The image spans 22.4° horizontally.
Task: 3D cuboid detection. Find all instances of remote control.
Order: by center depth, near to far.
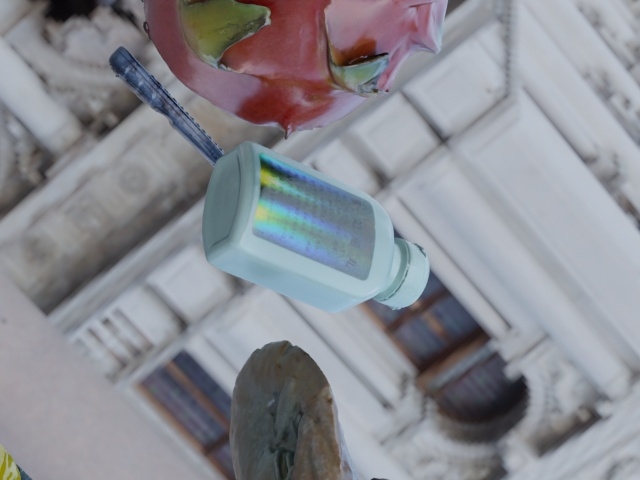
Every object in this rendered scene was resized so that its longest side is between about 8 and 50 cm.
[{"bbox_3d":[-0.151,-0.130,1.593,0.027,0.152,0.043,-48,-166,-10],"label":"remote control"}]

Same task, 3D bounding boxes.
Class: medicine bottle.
[{"bbox_3d":[0.000,0.000,1.542,0.083,0.228,0.121,-31,-134,46],"label":"medicine bottle"}]

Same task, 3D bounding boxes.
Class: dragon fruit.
[{"bbox_3d":[-0.005,-0.266,1.466,0.305,0.305,0.226,-52,-175,-30],"label":"dragon fruit"}]

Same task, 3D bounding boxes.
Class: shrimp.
[{"bbox_3d":[-0.011,0.193,1.422,0.317,0.077,0.168,32,-61,59],"label":"shrimp"}]

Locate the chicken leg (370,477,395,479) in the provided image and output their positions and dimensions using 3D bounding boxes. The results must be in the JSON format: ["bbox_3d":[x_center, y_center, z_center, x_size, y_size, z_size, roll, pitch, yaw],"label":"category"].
[{"bbox_3d":[0.101,0.232,1.047,0.087,0.251,0.107,91,22,-53],"label":"chicken leg"}]

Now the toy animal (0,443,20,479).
[{"bbox_3d":[-0.266,0.199,1.077,0.156,0.156,0.230,-41,-150,4],"label":"toy animal"}]

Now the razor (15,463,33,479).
[{"bbox_3d":[-0.257,0.305,1.677,0.066,0.190,0.033,-46,-179,-27],"label":"razor"}]
